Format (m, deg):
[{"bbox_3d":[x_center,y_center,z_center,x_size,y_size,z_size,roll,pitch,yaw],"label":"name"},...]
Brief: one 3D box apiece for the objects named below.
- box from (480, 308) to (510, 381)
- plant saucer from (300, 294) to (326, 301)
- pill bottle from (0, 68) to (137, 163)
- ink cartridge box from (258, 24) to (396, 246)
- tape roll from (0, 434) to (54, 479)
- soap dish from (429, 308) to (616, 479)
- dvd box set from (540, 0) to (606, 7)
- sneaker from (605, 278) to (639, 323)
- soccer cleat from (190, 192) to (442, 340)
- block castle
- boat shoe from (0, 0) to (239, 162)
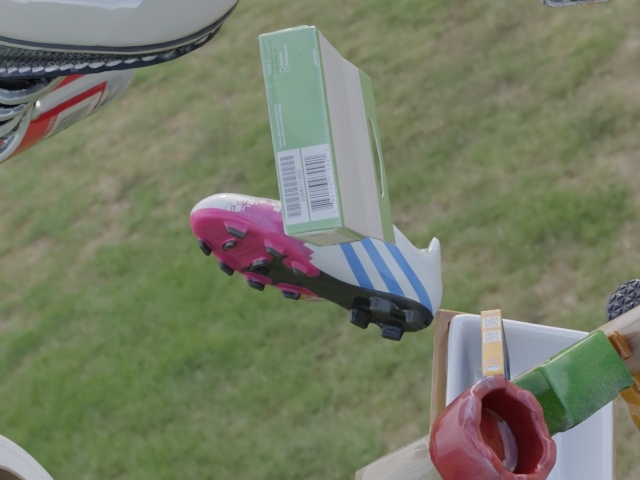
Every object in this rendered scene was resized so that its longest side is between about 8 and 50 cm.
[{"bbox_3d":[0.203,0.152,1.857,0.028,0.081,0.136,-6,34,11],"label":"box"},{"bbox_3d":[-0.007,0.066,2.408,0.083,0.083,0.015,-15,56,26],"label":"plant saucer"},{"bbox_3d":[-0.355,-0.136,1.280,0.229,0.229,0.407,-1,25,44],"label":"pill bottle"},{"bbox_3d":[0.010,-0.080,1.414,0.056,0.171,0.235,-10,-7,11],"label":"ink cartridge box"},{"bbox_3d":[-0.405,0.359,1.852,0.169,0.246,0.246,-38,24,15],"label":"tape roll"},{"bbox_3d":[0.234,0.239,1.918,0.228,0.118,0.291,9,61,-8],"label":"soap dish"},{"bbox_3d":[0.114,-0.400,1.088,0.062,0.308,0.420,-7,43,-28],"label":"dvd box set"},{"bbox_3d":[0.437,0.152,1.999,0.084,0.097,0.235,-36,54,6],"label":"sneaker"},{"bbox_3d":[0.000,0.000,1.885,0.116,0.331,0.143,-30,40,53],"label":"soccer cleat"},{"bbox_3d":[0.270,0.204,1.282,0.213,0.303,0.453,-35,-9,40],"label":"block castle"},{"bbox_3d":[-0.162,-0.104,0.830,0.340,0.158,0.127,16,48,36],"label":"boat shoe"}]
